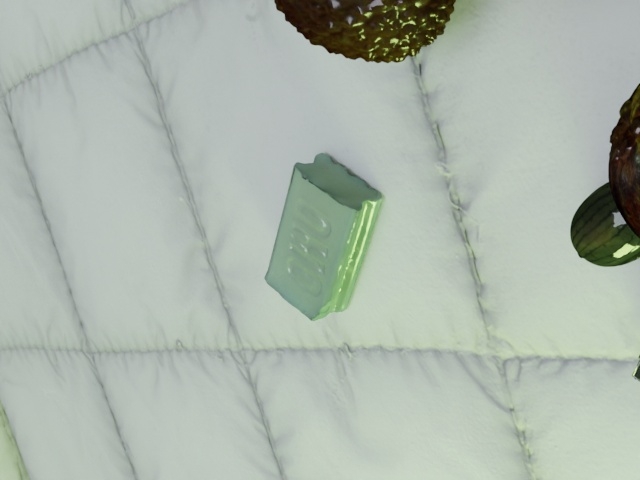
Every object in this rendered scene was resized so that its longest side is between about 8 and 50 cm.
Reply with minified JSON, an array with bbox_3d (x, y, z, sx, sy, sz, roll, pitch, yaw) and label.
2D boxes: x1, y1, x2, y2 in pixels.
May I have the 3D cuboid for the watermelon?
[{"bbox_3d":[0.288,-0.016,0.969,0.078,0.078,0.111,57,141,10],"label":"watermelon"}]

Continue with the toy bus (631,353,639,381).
[{"bbox_3d":[0.347,0.090,0.976,0.037,0.052,0.130,34,133,26],"label":"toy bus"}]

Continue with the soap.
[{"bbox_3d":[0.000,0.000,1.293,0.114,0.063,0.198,37,133,27],"label":"soap"}]

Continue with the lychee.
[{"bbox_3d":[0.036,-0.282,1.028,0.238,0.200,0.200,31,129,41],"label":"lychee"}]

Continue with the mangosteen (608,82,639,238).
[{"bbox_3d":[0.350,-0.064,0.819,0.217,0.192,0.192,20,128,2],"label":"mangosteen"}]
